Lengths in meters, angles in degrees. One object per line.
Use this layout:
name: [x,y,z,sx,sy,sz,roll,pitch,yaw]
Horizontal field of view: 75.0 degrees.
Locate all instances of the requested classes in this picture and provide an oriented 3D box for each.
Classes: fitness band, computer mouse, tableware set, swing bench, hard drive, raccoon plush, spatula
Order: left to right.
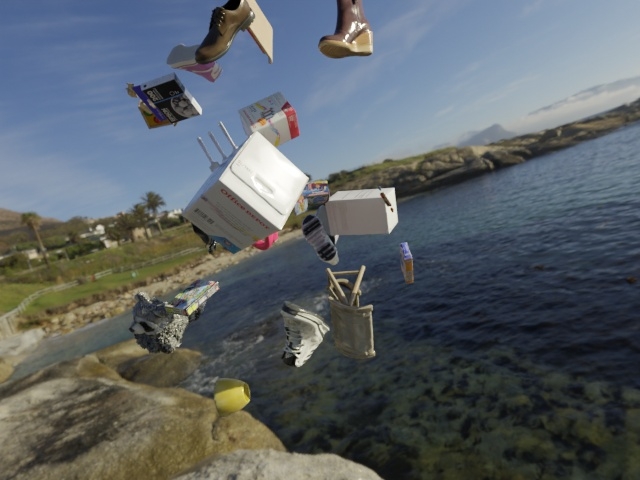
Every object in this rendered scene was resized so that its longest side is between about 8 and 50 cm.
tableware set: [-0.793,-0.628,1.845,0.141,0.169,0.020,8,59,49]
raccoon plush: [-0.686,0.287,1.877,0.216,0.299,0.446,18,34,3]
computer mouse: [-0.487,-0.063,1.850,0.072,0.189,0.272,5,-20,10]
spatula: [-0.432,-0.394,1.813,0.168,0.242,0.019,-35,-19,9]
fitness band: [-0.255,-0.085,1.545,0.208,0.291,0.054,30,56,25]
hard drive: [0.041,-0.099,2.386,0.255,0.171,0.054,-72,3,-47]
swing bench: [0.111,0.273,1.587,0.165,0.254,0.255,-5,33,3]

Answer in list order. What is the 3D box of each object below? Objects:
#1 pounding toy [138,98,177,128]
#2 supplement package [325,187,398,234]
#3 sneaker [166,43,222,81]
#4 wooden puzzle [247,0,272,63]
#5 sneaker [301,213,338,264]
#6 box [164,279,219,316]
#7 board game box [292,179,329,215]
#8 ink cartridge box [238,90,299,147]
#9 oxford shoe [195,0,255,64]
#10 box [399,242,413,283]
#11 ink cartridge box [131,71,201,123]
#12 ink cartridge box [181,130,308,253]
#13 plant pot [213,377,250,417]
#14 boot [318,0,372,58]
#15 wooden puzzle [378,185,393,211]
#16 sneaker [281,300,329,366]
pounding toy: [-0.768,-0.625,2.083,0.205,0.181,0.094,-12,48,-1]
supplement package: [0.198,-0.136,1.972,0.292,0.178,0.175,0,21,25]
sneaker: [-0.505,-0.701,1.688,0.282,0.102,0.161,27,-3,41]
wooden puzzle: [-0.248,-0.830,1.595,0.044,0.221,0.239,-15,-36,17]
sneaker: [0.000,0.000,2.011,0.110,0.292,0.118,-32,-29,7]
box: [-0.524,0.232,1.713,0.114,0.036,0.207,4,27,23]
board game box: [-0.059,-0.178,1.751,0.194,0.060,0.194,-6,33,0]
ink cartridge box: [-0.187,-0.426,1.520,0.176,0.128,0.127,-29,-26,-10]
oxford shoe: [-0.279,-0.583,1.141,0.227,0.082,0.096,-58,-25,-11]
box: [0.293,0.072,1.424,0.028,0.136,0.081,-9,41,1]
ink cartridge box: [-0.642,-0.581,1.745,0.208,0.045,0.206,-12,-29,13]
ink cartridge box: [-0.211,-0.121,1.155,0.270,0.198,0.197,-23,34,50]
plant pot: [-0.305,0.547,1.476,0.095,0.134,0.134,-15,5,6]
boot: [0.071,-0.732,1.409,0.248,0.207,0.090,-17,5,-38]
wooden puzzle: [0.264,-0.165,1.698,0.014,0.116,0.078,-32,-4,1]
sneaker: [-0.100,0.457,1.935,0.169,0.258,0.447,20,-17,26]
